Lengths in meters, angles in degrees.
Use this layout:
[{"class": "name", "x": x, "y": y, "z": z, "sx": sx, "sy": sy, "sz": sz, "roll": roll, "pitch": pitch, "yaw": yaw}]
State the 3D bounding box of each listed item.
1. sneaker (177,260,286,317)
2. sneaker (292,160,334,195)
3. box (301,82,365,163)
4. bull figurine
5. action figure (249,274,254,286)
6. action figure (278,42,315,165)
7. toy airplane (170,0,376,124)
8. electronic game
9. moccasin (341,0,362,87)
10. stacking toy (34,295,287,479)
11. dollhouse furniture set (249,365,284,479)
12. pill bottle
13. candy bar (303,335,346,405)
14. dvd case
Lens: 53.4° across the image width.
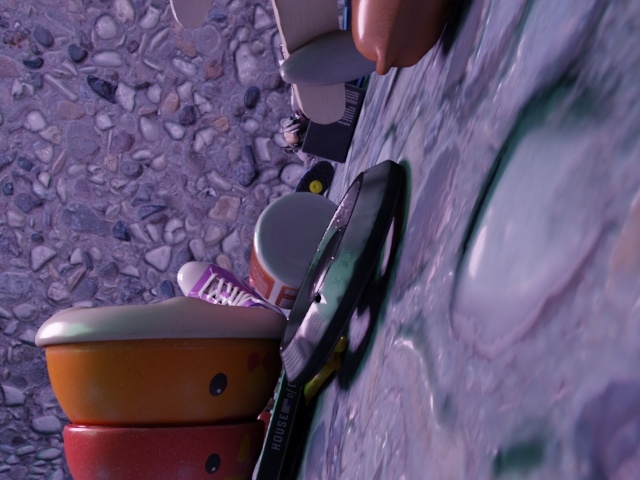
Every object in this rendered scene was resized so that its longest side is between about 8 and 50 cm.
[{"class": "sneaker", "x": -0.170, "y": 0.118, "z": 1.287, "sx": 0.102, "sy": 0.282, "sz": 0.161, "roll": -58, "pitch": -4, "yaw": -14}, {"class": "sneaker", "x": -0.041, "y": -0.106, "z": 1.555, "sx": 0.209, "sy": 0.069, "sz": 0.082, "roll": -59, "pitch": 12, "yaw": 7}, {"class": "box", "x": 0.024, "y": -0.250, "z": 1.343, "sx": 0.156, "sy": 0.093, "sz": 0.158, "roll": -94, "pitch": 21, "yaw": -81}, {"class": "bull figurine", "x": 0.095, "y": -0.284, "z": 0.491, "sx": 0.310, "sy": 0.101, "sz": 0.188, "roll": 113, "pitch": 176, "yaw": -45}, {"class": "action figure", "x": -0.057, "y": 0.083, "z": 1.309, "sx": 0.280, "sy": 0.139, "sz": 0.092, "roll": 49, "pitch": -130, "yaw": -68}, {"class": "action figure", "x": -0.043, "y": -0.312, "z": 1.472, "sx": 0.185, "sy": 0.099, "sz": 0.285, "roll": -50, "pitch": -45, "yaw": -67}, {"class": "toy airplane", "x": -0.009, "y": -0.373, "z": 0.743, "sx": 0.386, "sy": 0.272, "sz": 0.385, "roll": 25, "pitch": -87, "yaw": -50}, {"class": "electronic game", "x": 0.019, "y": 0.029, "z": 0.606, "sx": 0.229, "sy": 0.048, "sz": 0.229, "roll": -155, "pitch": 90, "yaw": -85}, {"class": "moccasin", "x": 0.060, "y": -0.457, "z": 1.469, "sx": 0.138, "sy": 0.116, "sz": 0.342, "roll": -105, "pitch": 29, "yaw": -81}, {"class": "stacking toy", "x": -0.202, "y": 0.328, "z": 0.856, "sx": 0.350, "sy": 0.350, "sz": 0.480, "roll": 123, "pitch": 145, "yaw": -77}, {"class": "dollhouse furniture set", "x": -0.197, "y": 0.432, "z": 1.251, "sx": 0.201, "sy": 0.152, "sz": 0.374, "roll": -83, "pitch": 10, "yaw": -67}, {"class": "pill bottle", "x": -0.034, "y": 0.025, "z": 0.847, "sx": 0.216, "sy": 0.121, "sz": 0.121, "roll": 120, "pitch": 166, "yaw": -72}, {"class": "candy bar", "x": 0.001, "y": 0.137, "z": 0.667, "sx": 0.161, "sy": 0.018, "sz": 0.040, "roll": 114, "pitch": 172, "yaw": -62}, {"class": "dvd case", "x": -0.039, "y": 0.194, "z": 0.788, "sx": 0.179, "sy": 0.029, "sz": 0.239, "roll": 97, "pitch": -173, "yaw": -76}]
